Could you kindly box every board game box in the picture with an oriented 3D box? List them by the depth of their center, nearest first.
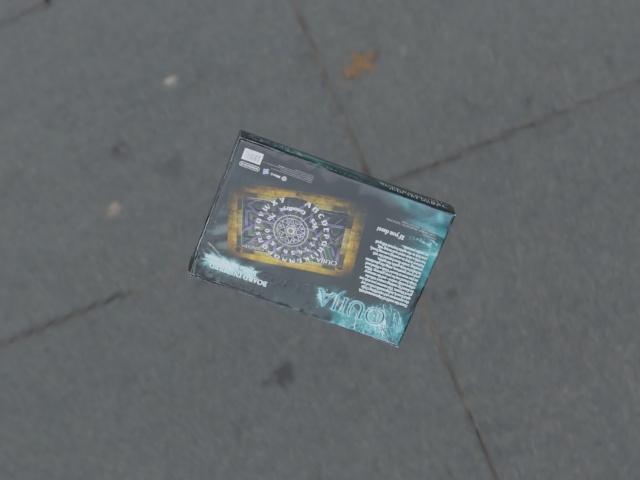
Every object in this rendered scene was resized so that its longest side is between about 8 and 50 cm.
[{"bbox_3d":[0.000,0.000,1.258,0.186,0.126,0.026,20,18,-8],"label":"board game box"}]
